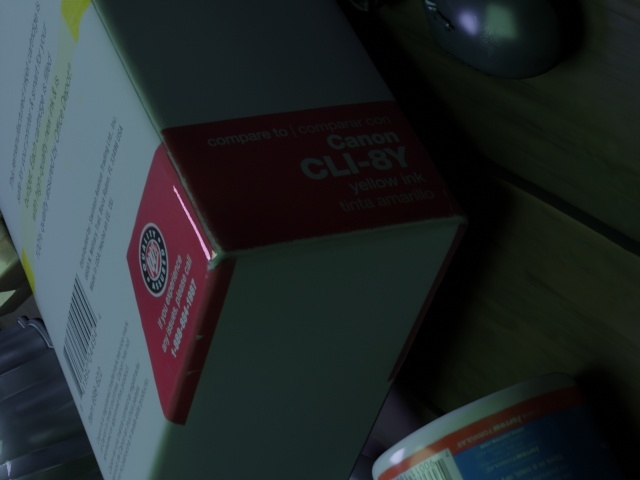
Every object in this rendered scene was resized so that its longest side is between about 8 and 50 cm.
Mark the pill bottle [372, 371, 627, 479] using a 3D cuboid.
[{"bbox_3d":[0.126,0.192,0.887,0.221,0.124,0.124,65,154,14],"label":"pill bottle"}]

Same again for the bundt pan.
[{"bbox_3d":[-0.327,0.256,1.855,0.331,0.124,0.331,45,145,45],"label":"bundt pan"}]

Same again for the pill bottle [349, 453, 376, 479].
[{"bbox_3d":[-0.011,0.314,1.179,0.181,0.181,0.323,37,139,51],"label":"pill bottle"}]

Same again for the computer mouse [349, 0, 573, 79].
[{"bbox_3d":[0.047,-0.138,0.909,0.242,0.041,0.071,30,138,52],"label":"computer mouse"}]

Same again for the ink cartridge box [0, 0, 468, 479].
[{"bbox_3d":[-0.092,-0.056,1.069,0.384,0.160,0.279,62,149,32],"label":"ink cartridge box"}]

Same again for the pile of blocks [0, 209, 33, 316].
[{"bbox_3d":[-0.272,-0.065,1.328,0.112,0.149,0.362,-43,26,21],"label":"pile of blocks"}]
